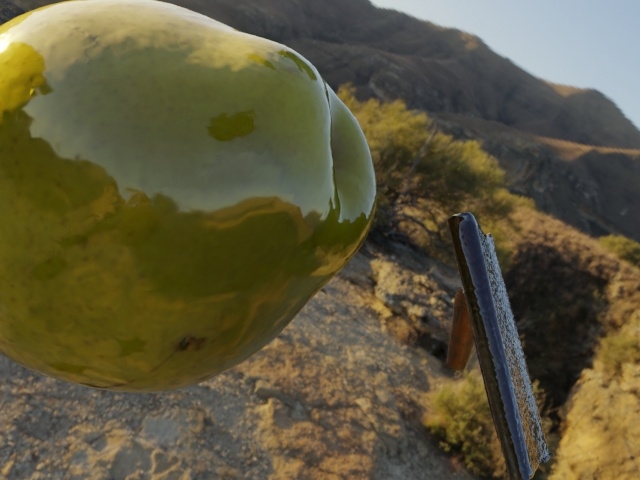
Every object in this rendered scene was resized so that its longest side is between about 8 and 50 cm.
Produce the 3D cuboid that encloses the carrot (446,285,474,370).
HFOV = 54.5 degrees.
[{"bbox_3d":[0.237,0.142,1.013,0.055,0.161,0.055,3,30,-2],"label":"carrot"}]

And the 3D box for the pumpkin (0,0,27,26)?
[{"bbox_3d":[-0.523,-0.288,0.863,0.317,0.139,0.222,34,-26,-21],"label":"pumpkin"}]

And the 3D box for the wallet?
[{"bbox_3d":[0.174,0.100,0.613,0.133,0.039,0.243,17,58,-64],"label":"wallet"}]

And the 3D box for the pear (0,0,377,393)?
[{"bbox_3d":[-0.165,-0.041,0.589,0.418,0.362,0.362,-8,4,17],"label":"pear"}]
